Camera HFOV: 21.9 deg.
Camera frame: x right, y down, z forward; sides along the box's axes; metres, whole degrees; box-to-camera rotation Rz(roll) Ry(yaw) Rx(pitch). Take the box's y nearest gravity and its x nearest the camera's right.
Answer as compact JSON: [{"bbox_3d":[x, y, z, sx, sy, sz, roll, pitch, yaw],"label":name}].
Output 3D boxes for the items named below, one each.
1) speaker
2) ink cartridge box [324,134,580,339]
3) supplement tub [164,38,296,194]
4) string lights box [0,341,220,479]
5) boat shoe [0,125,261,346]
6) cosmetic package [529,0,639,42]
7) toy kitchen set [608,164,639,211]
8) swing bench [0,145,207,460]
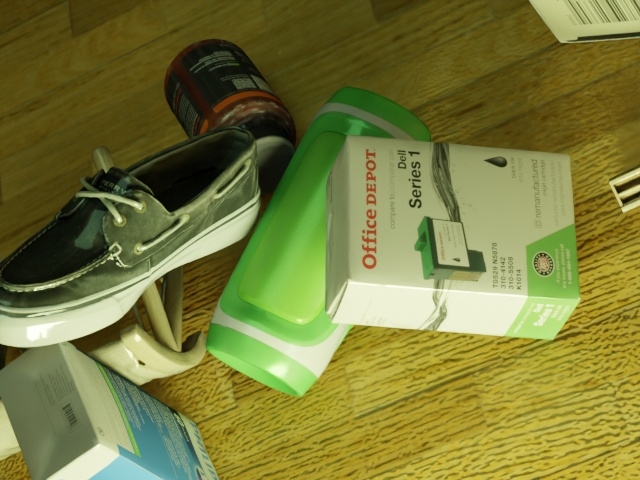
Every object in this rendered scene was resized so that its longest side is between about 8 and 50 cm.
[{"bbox_3d":[0.000,0.000,1.651,0.131,0.131,0.296,19,76,35],"label":"speaker"},{"bbox_3d":[0.119,-0.003,1.541,0.219,0.092,0.160,4,63,-9],"label":"ink cartridge box"},{"bbox_3d":[-0.091,-0.127,1.757,0.106,0.106,0.198,-40,40,5],"label":"supplement tub"},{"bbox_3d":[-0.186,0.201,1.566,0.076,0.259,0.133,-35,53,8],"label":"string lights box"},{"bbox_3d":[-0.189,-0.019,1.551,0.121,0.119,0.335,28,42,30],"label":"boat shoe"},{"bbox_3d":[0.305,-0.360,1.664,0.153,0.129,0.296,0,66,30],"label":"cosmetic package"},{"bbox_3d":[0.315,-0.035,1.533,0.075,0.083,0.068,-25,97,16],"label":"toy kitchen set"},{"bbox_3d":[-0.267,0.087,1.723,0.253,0.165,0.255,-26,53,16],"label":"swing bench"}]
